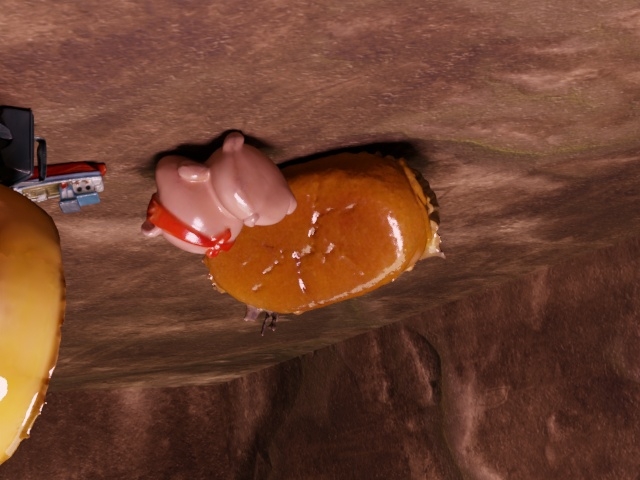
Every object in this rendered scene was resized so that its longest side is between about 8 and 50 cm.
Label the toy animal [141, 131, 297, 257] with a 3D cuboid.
[{"bbox_3d":[-0.153,-0.058,1.733,0.197,0.171,0.171,-25,160,25],"label":"toy animal"}]

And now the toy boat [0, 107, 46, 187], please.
[{"bbox_3d":[-0.442,-0.090,1.528,0.246,0.093,0.103,-20,155,35],"label":"toy boat"}]

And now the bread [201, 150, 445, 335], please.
[{"bbox_3d":[-0.006,-0.012,1.885,0.388,0.236,0.183,-23,178,19],"label":"bread"}]

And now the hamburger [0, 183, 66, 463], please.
[{"bbox_3d":[-0.486,0.084,1.350,0.277,0.396,0.395,16,154,-36],"label":"hamburger"}]

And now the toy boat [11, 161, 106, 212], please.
[{"bbox_3d":[-0.389,-0.070,1.707,0.172,0.059,0.069,-7,166,-7],"label":"toy boat"}]
